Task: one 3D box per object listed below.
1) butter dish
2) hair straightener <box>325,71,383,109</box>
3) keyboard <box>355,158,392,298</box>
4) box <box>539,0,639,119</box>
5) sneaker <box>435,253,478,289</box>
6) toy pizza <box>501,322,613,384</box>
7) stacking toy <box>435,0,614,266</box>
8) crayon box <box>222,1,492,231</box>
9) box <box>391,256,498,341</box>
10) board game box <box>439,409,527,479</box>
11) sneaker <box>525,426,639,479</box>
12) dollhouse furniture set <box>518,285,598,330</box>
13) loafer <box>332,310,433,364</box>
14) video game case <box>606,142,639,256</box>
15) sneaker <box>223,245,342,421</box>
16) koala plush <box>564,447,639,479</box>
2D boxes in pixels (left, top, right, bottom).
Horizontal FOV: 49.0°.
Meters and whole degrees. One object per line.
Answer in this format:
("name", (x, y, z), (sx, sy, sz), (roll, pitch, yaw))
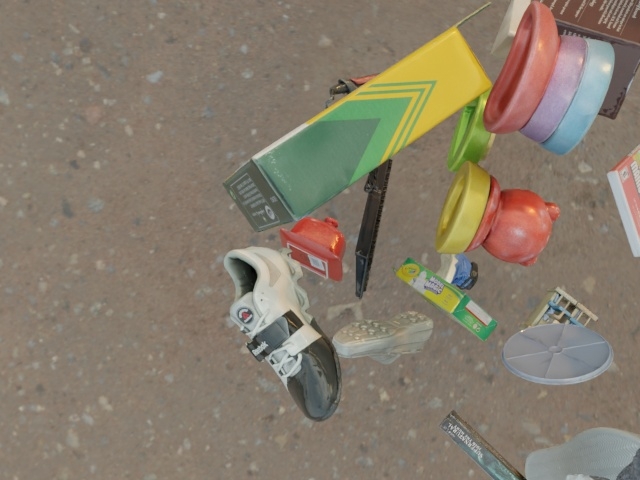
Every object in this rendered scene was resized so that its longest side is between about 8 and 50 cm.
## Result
("butter dish", (0.000, 0.000, 1.583), (0.160, 0.160, 0.118), (27, 70, 13))
("hair straightener", (0.108, -0.209, 1.031), (0.047, 0.230, 0.089), (-4, 101, 62))
("keyboard", (0.099, -0.069, 1.246), (0.033, 0.317, 0.201), (6, 134, 9))
("box", (0.494, -0.364, 1.304), (0.203, 0.167, 0.168), (24, 145, 16))
("sneaker", (0.279, 0.072, 1.412), (0.085, 0.152, 0.058), (41, 117, -6))
("toy pizza", (0.445, 0.219, 1.326), (0.201, 0.201, 0.032), (-3, 114, 20))
("stacking toy", (0.261, -0.140, 0.882), (0.130, 0.279, 0.309), (18, 129, -1))
("crayon box", (0.053, -0.134, 0.820), (0.323, 0.203, 0.083), (-36, 97, -15))
("box", (0.197, 0.090, 1.147), (0.105, 0.179, 0.043), (39, 87, -35))
("board game box", (0.239, 0.306, 0.948), (0.186, 0.126, 0.026), (43, 91, 17))
("sneaker", (0.439, 0.318, 0.993), (0.169, 0.292, 0.108), (1, 72, -16))
("dollhouse furniture set", (0.577, 0.196, 1.633), (0.129, 0.183, 0.129), (37, 85, 0))
("loafer", (0.152, 0.246, 1.672), (0.112, 0.320, 0.111), (24, 110, 45))
("video game case", (0.743, -0.117, 1.579), (0.025, 0.285, 0.204), (-8, 111, 50))
("sneaker", (-0.080, 0.150, 1.156), (0.122, 0.146, 0.330), (-48, 52, 31))
("koala plush", (0.289, 0.199, 0.521), (0.196, 0.221, 0.203), (2, 62, 1))
